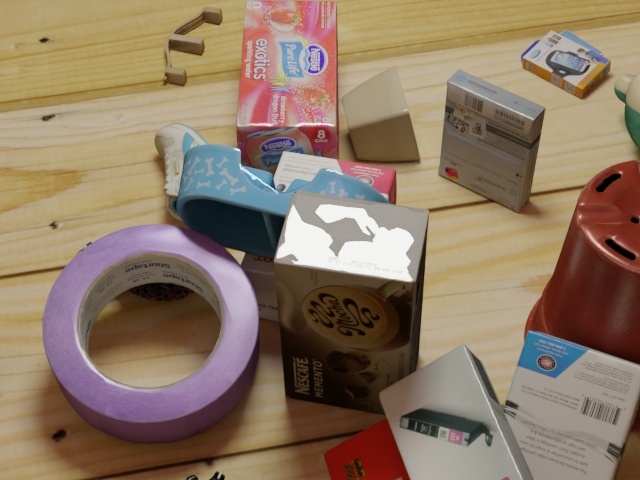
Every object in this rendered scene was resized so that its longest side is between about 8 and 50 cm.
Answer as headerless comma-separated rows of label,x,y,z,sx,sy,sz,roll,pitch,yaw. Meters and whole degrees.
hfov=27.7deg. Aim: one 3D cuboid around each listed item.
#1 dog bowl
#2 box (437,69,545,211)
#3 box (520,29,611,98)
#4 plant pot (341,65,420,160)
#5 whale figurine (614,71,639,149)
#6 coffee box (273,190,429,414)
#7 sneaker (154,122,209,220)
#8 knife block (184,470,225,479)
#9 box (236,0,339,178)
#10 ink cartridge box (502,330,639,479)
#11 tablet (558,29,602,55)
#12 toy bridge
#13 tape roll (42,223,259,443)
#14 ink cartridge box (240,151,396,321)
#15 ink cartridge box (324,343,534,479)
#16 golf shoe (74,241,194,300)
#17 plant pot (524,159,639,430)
dog bowl,-0.053,-0.034,1.690,0.297,0.166,0.074,14,64,14
box,0.247,-0.143,1.891,0.145,0.186,0.038,28,52,24
box,0.397,-0.293,2.126,0.136,0.028,0.081,34,64,25
plant pot,0.090,-0.184,1.993,0.096,0.109,0.109,-15,48,4
whale figurine,0.558,-0.201,1.999,0.216,0.141,0.272,10,25,10
coffee box,0.040,0.085,1.615,0.168,0.297,0.119,9,52,8
sneaker,-0.197,-0.091,1.922,0.092,0.087,0.229,-26,51,-18
knife block,-0.188,0.400,1.495,0.088,0.242,0.276,37,103,30
box,-0.046,-0.226,2.001,0.154,0.142,0.300,1,48,1
ink cartridge box,0.294,0.227,1.558,0.148,0.086,0.203,18,91,17
tablet,0.425,-0.322,2.170,0.054,0.006,0.083,-33,56,-26
toy bridge,-0.226,-0.330,2.176,0.063,0.026,0.188,12,49,15
tape roll,-0.216,0.119,1.682,0.275,0.090,0.275,1,63,-1
ink cartridge box,0.000,0.000,1.824,0.172,0.100,0.237,9,50,11
ink cartridge box,0.123,0.291,1.513,0.239,0.060,0.275,-32,48,13
golf shoe,-0.258,0.035,1.821,0.186,0.067,0.086,5,48,6
plant pot,0.411,0.056,1.657,0.272,0.265,0.272,0,48,0
